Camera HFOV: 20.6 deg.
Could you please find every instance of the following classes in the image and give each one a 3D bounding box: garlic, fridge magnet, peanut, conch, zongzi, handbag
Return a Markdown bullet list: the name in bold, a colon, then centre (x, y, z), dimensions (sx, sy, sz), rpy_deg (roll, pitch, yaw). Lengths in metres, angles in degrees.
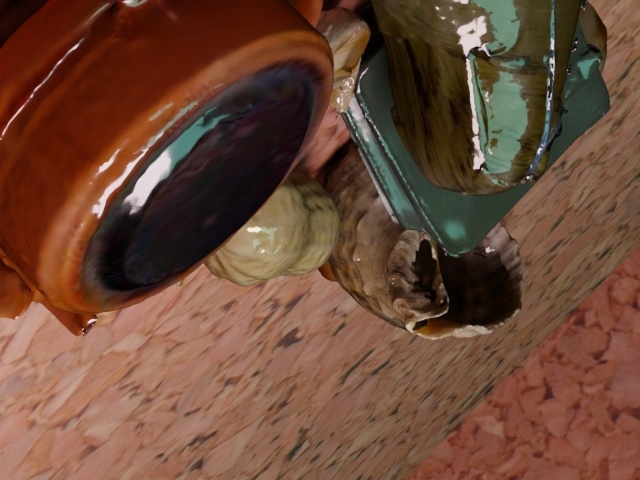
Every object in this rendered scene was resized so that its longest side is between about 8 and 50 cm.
- **garlic**: centre (-0.006, -0.158, 1.517), dimensions (0.094, 0.074, 0.113), rpy_deg (-7, 145, -53)
- **fridge magnet**: centre (-0.127, -0.082, 1.286), dimensions (0.363, 0.155, 0.363), rpy_deg (-40, 162, -16)
- **peanut**: centre (-0.053, -0.015, 1.668), dimensions (0.123, 0.123, 0.257), rpy_deg (-47, 165, 7)
- **conch**: centre (0.088, 0.014, 1.823), dimensions (0.159, 0.291, 0.210), rpy_deg (-30, 126, 30)
- **zongzi**: centre (0.085, -0.185, 1.416), dimensions (0.360, 0.160, 0.323), rpy_deg (-11, 111, -53)
- **handbag**: centre (0.147, -0.151, 1.664), dimensions (0.260, 0.079, 0.247), rpy_deg (-40, 126, -15)

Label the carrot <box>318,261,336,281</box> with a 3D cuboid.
- **carrot**: centre (0.000, 0.000, 1.931), dimensions (0.048, 0.048, 0.216), rpy_deg (-44, 157, -2)

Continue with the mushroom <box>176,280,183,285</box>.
- **mushroom**: centre (-0.139, -0.016, 1.625), dimensions (0.028, 0.026, 0.286), rpy_deg (-25, 160, -8)

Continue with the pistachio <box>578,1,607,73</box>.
- **pistachio**: centre (0.211, -0.175, 1.851), dimensions (0.215, 0.144, 0.144), rpy_deg (-41, 162, -18)
